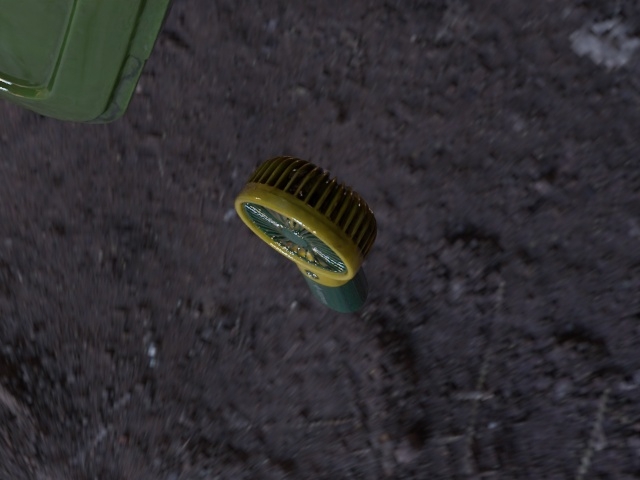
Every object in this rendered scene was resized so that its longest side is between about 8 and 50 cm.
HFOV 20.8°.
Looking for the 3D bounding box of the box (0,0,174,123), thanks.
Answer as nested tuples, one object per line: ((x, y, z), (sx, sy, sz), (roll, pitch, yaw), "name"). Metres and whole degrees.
((-0.157, -0.212, 0.793), (0.253, 0.328, 0.177), (26, 69, -6), "box")

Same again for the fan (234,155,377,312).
((0.000, 0.000, 1.031), (0.082, 0.155, 0.039), (27, 73, 21), "fan")
